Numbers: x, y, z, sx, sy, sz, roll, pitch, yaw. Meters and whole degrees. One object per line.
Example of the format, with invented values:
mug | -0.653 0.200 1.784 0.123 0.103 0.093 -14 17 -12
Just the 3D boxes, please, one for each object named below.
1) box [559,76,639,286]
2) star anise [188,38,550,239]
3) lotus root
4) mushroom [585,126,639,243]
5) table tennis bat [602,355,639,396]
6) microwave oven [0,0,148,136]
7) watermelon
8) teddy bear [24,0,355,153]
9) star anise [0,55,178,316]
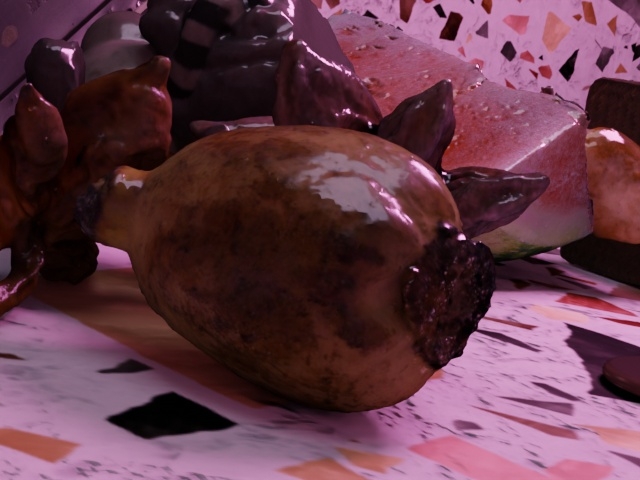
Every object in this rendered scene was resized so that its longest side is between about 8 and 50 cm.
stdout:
box | 0.372 -0.036 1.281 0.143 0.184 0.273 2 10 -44
star anise | 0.012 -0.025 0.828 0.197 0.212 0.073 28 50 3
lotus root | -0.019 0.005 0.724 0.214 0.138 0.138 20 12 17
mushroom | 0.175 -0.059 1.324 0.095 0.122 0.351 -35 24 -23
table tennis bat | 0.261 0.049 0.870 0.170 0.119 0.107 17 11 36
microwave oven | -0.302 -0.264 1.060 0.333 0.247 0.394 16 51 32
watermelon | 0.079 -0.086 1.216 0.305 0.180 0.224 34 4 41
teddy bear | -0.103 -0.098 0.923 0.251 0.144 0.171 -7 -23 4
star anise | -0.165 -0.023 0.810 0.212 0.111 0.196 -24 3 -20
